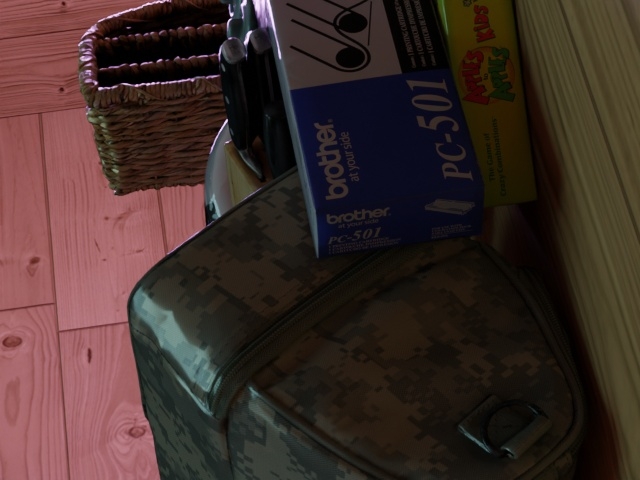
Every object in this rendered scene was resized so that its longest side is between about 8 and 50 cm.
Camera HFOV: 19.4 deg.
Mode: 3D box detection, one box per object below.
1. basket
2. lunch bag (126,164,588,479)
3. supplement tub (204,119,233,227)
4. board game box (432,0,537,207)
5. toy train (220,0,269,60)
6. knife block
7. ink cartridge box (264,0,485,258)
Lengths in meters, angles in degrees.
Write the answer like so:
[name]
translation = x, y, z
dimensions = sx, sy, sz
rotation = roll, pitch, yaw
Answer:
[basket]
translation = -0.119, -0.205, 2.122
dimensions = 0.223, 0.299, 0.213
rotation = 85, 177, -63
[lunch bag]
translation = 0.042, 0.131, 1.147
dimensions = 0.256, 0.212, 0.305
rotation = 45, 155, 29
[supplement tub]
translation = 0.000, 0.000, 1.579
dimensions = 0.316, 0.193, 0.194
rotation = 98, 163, -73
[board game box]
translation = 0.093, -0.112, 1.146
dimensions = 0.092, 0.043, 0.181
rotation = -159, 61, -85
[toy train]
translation = -0.021, -0.260, 1.892
dimensions = 0.334, 0.142, 0.190
rotation = -101, 17, -57
[knife block]
translation = -0.018, -0.022, 1.267
dimensions = 0.276, 0.242, 0.088
rotation = -51, 48, 22
[ink cartridge box]
translation = 0.028, -0.087, 1.099
dimensions = 0.046, 0.097, 0.207
rotation = 88, 172, -51
